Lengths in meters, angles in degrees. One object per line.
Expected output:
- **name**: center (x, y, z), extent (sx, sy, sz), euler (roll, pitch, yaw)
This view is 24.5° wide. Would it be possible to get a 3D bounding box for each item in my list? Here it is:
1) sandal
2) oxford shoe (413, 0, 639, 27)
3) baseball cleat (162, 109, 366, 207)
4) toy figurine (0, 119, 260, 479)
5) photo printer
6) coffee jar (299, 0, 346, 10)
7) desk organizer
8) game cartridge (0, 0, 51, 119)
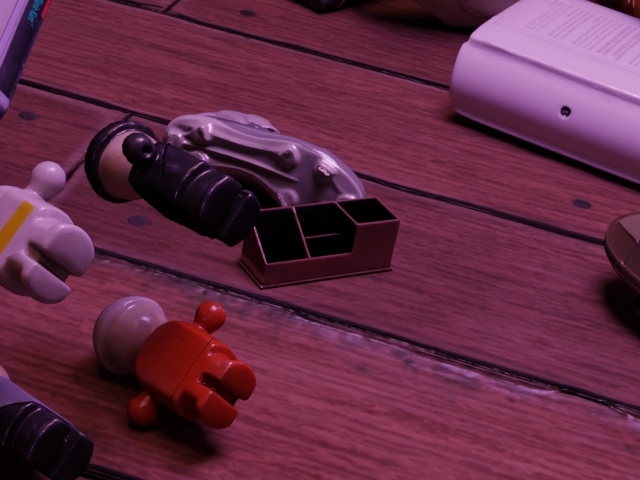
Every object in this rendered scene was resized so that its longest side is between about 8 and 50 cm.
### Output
- **sandal**: center (0.312, 0.062, 1.251), extent (0.090, 0.060, 0.219), euler (-17, 53, -31)
- **oxford shoe**: center (0.230, -0.319, 1.807), extent (0.397, 0.146, 0.140), euler (19, 60, -24)
- **baseball cleat**: center (-0.040, -0.079, 1.361), extent (0.206, 0.072, 0.109), euler (24, 25, 15)
- **toy figurine**: center (-0.156, 0.036, 0.980), extent (0.210, 0.213, 0.148), euler (-19, 31, -37)
- **photo printer**: center (0.326, -0.161, 1.588), extent (0.308, 0.107, 0.256), euler (23, 31, 19)
- **coffee jar**: center (0.034, -0.343, 1.840), extent (0.096, 0.079, 0.184), euler (36, 37, 25)
- **desk organizer**: center (0.000, 0.000, 1.253), extent (0.130, 0.050, 0.047), euler (-8, 34, -29)
- **game cartridge**: center (-0.297, -0.084, 1.127), extent (0.068, 0.230, 0.355), euler (37, 23, -20)
